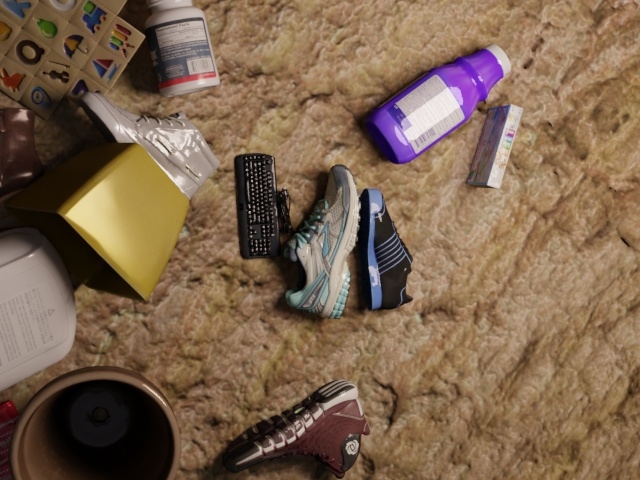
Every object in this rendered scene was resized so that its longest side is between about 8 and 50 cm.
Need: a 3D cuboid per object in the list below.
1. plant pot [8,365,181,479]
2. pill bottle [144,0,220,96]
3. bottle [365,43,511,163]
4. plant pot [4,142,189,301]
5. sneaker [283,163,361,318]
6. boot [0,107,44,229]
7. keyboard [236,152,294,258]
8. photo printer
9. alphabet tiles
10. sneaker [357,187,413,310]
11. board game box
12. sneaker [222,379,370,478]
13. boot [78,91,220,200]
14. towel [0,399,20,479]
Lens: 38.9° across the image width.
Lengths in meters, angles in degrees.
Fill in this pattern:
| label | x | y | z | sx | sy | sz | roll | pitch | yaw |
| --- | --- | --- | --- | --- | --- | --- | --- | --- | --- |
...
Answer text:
| label | x | y | z | sx | sy | sz | roll | pitch | yaw |
| --- | --- | --- | --- | --- | --- | --- | --- | --- | --- |
| plant pot | -0.373 | 0.324 | 1.516 | 0.263 | 0.229 | 0.263 | -1 | 94 | -13 |
| pill bottle | -0.243 | -0.344 | 1.555 | 0.108 | 0.108 | 0.180 | -14 | 97 | -11 |
| bottle | 0.223 | -0.259 | 1.675 | 0.283 | 0.092 | 0.118 | -37 | 102 | -8 |
| plant pot | -0.347 | -0.047 | 1.494 | 0.187 | 0.212 | 0.212 | -54 | 125 | -24 |
| sneaker | 0.000 | 0.000 | 1.639 | 0.122 | 0.110 | 0.283 | 7 | 93 | -10 |
| boot | -0.585 | -0.114 | 1.499 | 0.248 | 0.090 | 0.207 | -7 | 89 | -28 |
| keyboard | -0.098 | -0.064 | 1.646 | 0.100 | 0.038 | 0.192 | -5 | 97 | -13 |
| photo printer | -0.543 | 0.130 | 1.450 | 0.307 | 0.107 | 0.256 | -28 | 134 | -29 |
| alphabet tiles | -0.476 | -0.373 | 1.491 | 0.342 | 0.011 | 0.285 | 35 | 111 | -13 |
| sneaker | 0.123 | 0.014 | 1.685 | 0.090 | 0.081 | 0.232 | -7 | 103 | -15 |
| board game box | 0.325 | -0.175 | 1.699 | 0.026 | 0.103 | 0.154 | 16 | 91 | -14 |
| sneaker | -0.028 | 0.390 | 1.666 | 0.281 | 0.106 | 0.163 | -28 | 103 | -10 |
| boot | -0.289 | -0.186 | 1.564 | 0.123 | 0.095 | 0.258 | -48 | 118 | -12 |
| towel | -0.576 | 0.435 | 1.582 | 0.198 | 0.031 | 0.275 | -24 | 101 | -12 |
